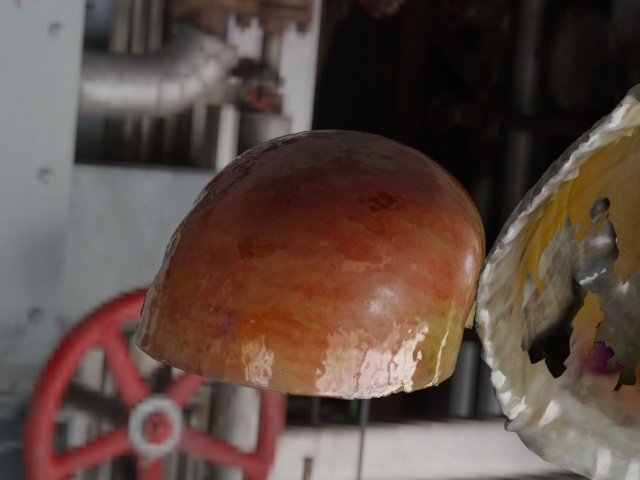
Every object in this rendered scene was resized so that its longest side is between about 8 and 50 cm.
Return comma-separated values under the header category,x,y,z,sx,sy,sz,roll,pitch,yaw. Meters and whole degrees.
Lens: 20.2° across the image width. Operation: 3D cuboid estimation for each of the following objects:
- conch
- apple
category,x,y,z,sx,sy,sz,roll,pitch,yaw
conch,0.227,0.010,0.893,0.297,0.352,0.210,-6,-146,11
apple,0.000,0.000,1.365,0.251,0.163,0.293,7,-168,9
